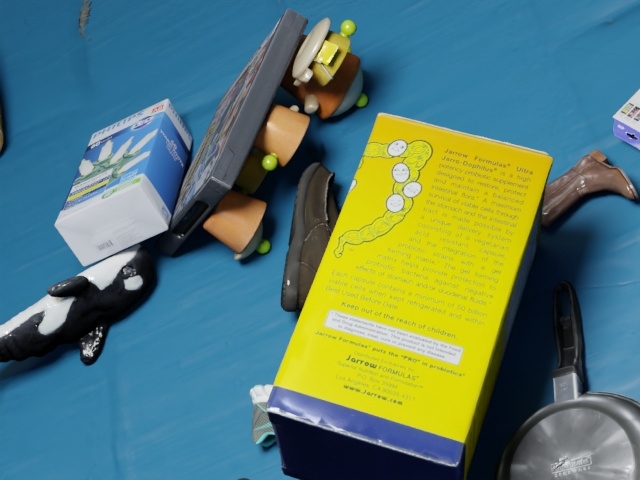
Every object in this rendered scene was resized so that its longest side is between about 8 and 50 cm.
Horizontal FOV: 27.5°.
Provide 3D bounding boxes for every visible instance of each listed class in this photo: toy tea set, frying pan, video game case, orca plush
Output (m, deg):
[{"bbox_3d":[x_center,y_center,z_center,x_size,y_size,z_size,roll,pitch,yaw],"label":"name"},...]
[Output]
[{"bbox_3d":[-0.030,-0.125,1.702,0.336,0.124,0.200,-60,12,4],"label":"toy tea set"},{"bbox_3d":[0.277,0.179,1.316,0.197,0.053,0.326,3,62,37],"label":"frying pan"},{"bbox_3d":[-0.120,-0.138,1.710,0.248,0.035,0.275,-41,24,59],"label":"video game case"},{"bbox_3d":[-0.332,0.118,1.704,0.287,0.151,0.102,-29,82,-22],"label":"orca plush"}]

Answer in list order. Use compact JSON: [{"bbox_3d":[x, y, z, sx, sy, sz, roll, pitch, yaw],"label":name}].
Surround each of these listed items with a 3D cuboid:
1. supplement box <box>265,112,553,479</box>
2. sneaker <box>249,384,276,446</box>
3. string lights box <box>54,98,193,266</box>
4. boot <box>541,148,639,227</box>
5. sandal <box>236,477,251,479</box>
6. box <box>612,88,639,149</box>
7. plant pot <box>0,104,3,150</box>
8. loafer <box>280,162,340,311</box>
[{"bbox_3d":[0.098,0.079,1.363,0.195,0.194,0.356,16,63,12],"label":"supplement box"},{"bbox_3d":[-0.010,0.208,1.476,0.166,0.065,0.076,-1,73,35],"label":"sneaker"},{"bbox_3d":[-0.261,-0.083,1.780,0.133,0.077,0.259,-23,28,15],"label":"string lights box"},{"bbox_3d":[0.292,-0.045,1.485,0.114,0.037,0.106,-35,32,0],"label":"boot"},{"bbox_3d":[-0.050,0.308,1.426,0.179,0.040,0.067,21,69,41],"label":"sandal"},{"bbox_3d":[0.403,-0.155,1.509,0.136,0.028,0.081,-46,46,-4],"label":"box"},{"bbox_3d":[-0.610,-0.227,2.081,0.237,0.237,0.254,-37,58,2],"label":"plant pot"},{"bbox_3d":[0.000,0.000,1.620,0.078,0.080,0.220,9,55,-1],"label":"loafer"}]
